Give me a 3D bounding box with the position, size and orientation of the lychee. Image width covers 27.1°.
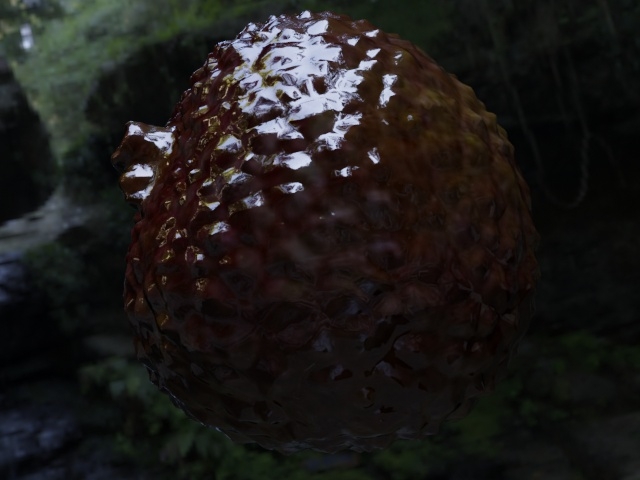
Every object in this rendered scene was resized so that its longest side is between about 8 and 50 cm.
[{"bbox_3d":[0.000,0.000,0.772,0.261,0.260,0.260,-14,-11,-3],"label":"lychee"}]
